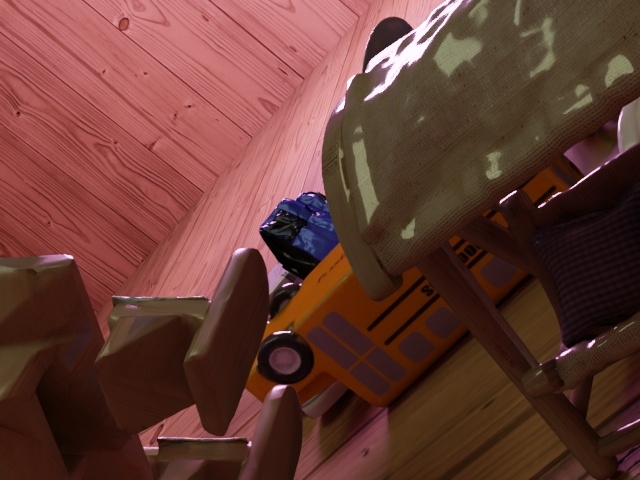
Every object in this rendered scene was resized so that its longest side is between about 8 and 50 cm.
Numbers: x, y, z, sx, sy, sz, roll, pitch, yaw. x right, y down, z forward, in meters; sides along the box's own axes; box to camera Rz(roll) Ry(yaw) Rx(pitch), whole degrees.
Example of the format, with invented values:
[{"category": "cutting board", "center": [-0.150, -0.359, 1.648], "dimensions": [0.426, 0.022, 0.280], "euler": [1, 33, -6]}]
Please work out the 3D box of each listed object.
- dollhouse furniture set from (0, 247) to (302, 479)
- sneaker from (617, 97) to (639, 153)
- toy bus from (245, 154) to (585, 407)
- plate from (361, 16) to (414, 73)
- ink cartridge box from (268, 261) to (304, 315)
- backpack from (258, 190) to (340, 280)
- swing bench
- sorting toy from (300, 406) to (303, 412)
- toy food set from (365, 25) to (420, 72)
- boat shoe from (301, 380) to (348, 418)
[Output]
[{"category": "dollhouse furniture set", "center": [-0.190, 0.163, 0.917], "dimensions": [0.362, 0.394, 0.256], "euler": [-4, 32, 14]}, {"category": "sneaker", "center": [0.277, -0.098, 0.778], "dimensions": [0.094, 0.080, 0.212], "euler": [-22, 28, 43]}, {"category": "toy bus", "center": [0.076, 0.032, 0.980], "dimensions": [0.332, 0.130, 0.108], "euler": [-47, 14, 21]}, {"category": "plate", "center": [0.114, -0.217, 1.532], "dimensions": [0.024, 0.188, 0.188], "euler": [3, 47, 34]}, {"category": "ink cartridge box", "center": [-0.025, 0.044, 1.490], "dimensions": [0.135, 0.056, 0.099], "euler": [-50, 12, 3]}, {"category": "backpack", "center": [0.000, 0.000, 1.370], "dimensions": [0.120, 0.098, 0.101], "euler": [30, 78, 37]}, {"category": "swing bench", "center": [0.161, -0.043, 0.589], "dimensions": [0.253, 0.255, 0.165], "euler": [-41, 16, 41]}, {"category": "sorting toy", "center": [-0.040, 0.178, 1.184], "dimensions": [0.102, 0.042, 0.061], "euler": [-54, 12, -10]}, {"category": "toy food set", "center": [0.164, -0.155, 1.200], "dimensions": [0.306, 0.092, 0.219], "euler": [-29, 40, 35]}, {"category": "boat shoe", "center": [0.015, 0.085, 1.163], "dimensions": [0.079, 0.081, 0.227], "euler": [-39, 17, 46]}]
